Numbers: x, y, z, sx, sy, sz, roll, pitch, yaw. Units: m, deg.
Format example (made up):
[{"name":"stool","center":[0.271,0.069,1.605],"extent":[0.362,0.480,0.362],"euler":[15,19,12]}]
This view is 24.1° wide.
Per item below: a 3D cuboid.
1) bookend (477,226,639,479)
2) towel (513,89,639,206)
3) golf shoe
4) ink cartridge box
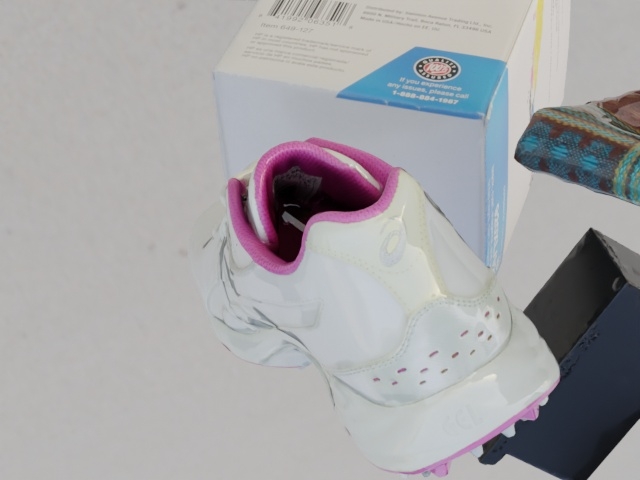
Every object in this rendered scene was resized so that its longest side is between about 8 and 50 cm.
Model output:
[{"name":"bookend","center":[0.202,0.098,0.999],"extent":[0.157,0.072,0.156],"euler":[26,111,-23]},{"name":"towel","center":[0.303,-0.020,0.603],"extent":[0.271,0.370,0.040],"euler":[-16,118,-45]},{"name":"golf shoe","center":[0.000,0.000,0.726],"extent":[0.115,0.306,0.140],"euler":[-35,114,-15]},{"name":"ink cartridge box","center":[0.057,-0.101,0.978],"extent":[0.168,0.171,0.233],"euler":[84,24,-43]}]
